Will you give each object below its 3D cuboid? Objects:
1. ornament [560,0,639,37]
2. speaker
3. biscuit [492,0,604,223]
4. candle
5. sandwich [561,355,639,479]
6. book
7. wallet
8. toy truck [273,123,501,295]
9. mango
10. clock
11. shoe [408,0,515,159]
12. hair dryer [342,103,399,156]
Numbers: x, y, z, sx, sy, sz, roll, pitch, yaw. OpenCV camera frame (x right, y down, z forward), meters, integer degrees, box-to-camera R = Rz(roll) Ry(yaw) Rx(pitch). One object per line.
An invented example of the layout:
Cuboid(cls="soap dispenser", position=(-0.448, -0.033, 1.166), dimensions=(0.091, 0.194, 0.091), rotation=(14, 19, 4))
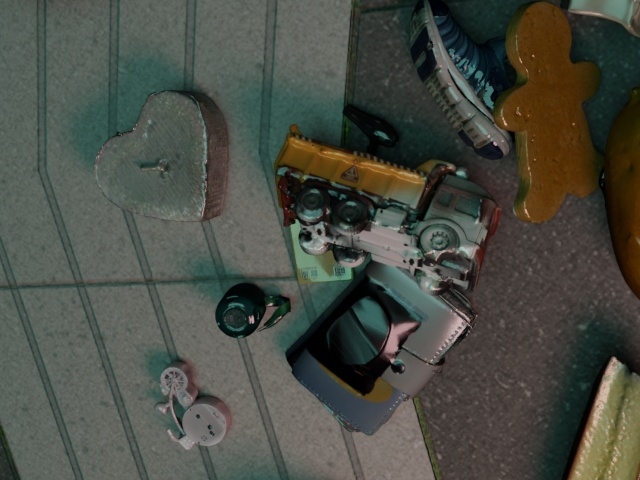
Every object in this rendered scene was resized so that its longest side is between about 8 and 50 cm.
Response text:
Cuboid(cls="ornament", position=(0.393, -0.254, 0.996), dimensions=(0.285, 0.120, 0.130), rotation=(27, 115, 11))
Cuboid(cls="speaker", position=(-0.087, 0.096, 1.248), dimensions=(0.094, 0.075, 0.060), rotation=(14, 107, 4))
Cuboid(cls="biscuit", position=(0.251, -0.146, 1.056), dimensions=(0.035, 0.158, 0.240), rotation=(13, 121, 55))
Cuboid(cls="candle", position=(-0.193, -0.095, 1.236), dimensions=(0.192, 0.068, 0.169), rotation=(-37, 87, 23))
Cuboid(cls="sandwich", position=(0.353, 0.256, 1.144), dimensions=(0.094, 0.096, 0.258), rotation=(18, 109, 19))
Cuboid(cls="book", position=(0.000, 0.000, 1.230), dimensions=(0.077, 0.014, 0.111), rotation=(-5, 102, 16))
Cuboid(cls="wallet", position=(0.074, 0.129, 1.209), dimensions=(0.170, 0.069, 0.231), rotation=(42, 114, 5))
Cuboid(cls="toy truck", position=(0.072, -0.036, 1.129), dimensions=(0.270, 0.135, 0.114), rotation=(18, 152, 13))
Cuboid(cls="mango", position=(0.410, -0.040, 1.026), dimensions=(0.201, 0.152, 0.287), rotation=(-23, 98, 10))
Cuboid(cls="clock", position=(-0.186, 0.233, 1.327), dimensions=(0.087, 0.041, 0.129), rotation=(-33, 97, 17))
Cuboid(cls="shoe", position=(0.179, -0.197, 1.099), dimensions=(0.106, 0.091, 0.207), rotation=(-36, 90, -7))
Cuboid(cls="hair dryer", position=(0.052, -0.120, 1.183), dimensions=(0.079, 0.031, 0.083), rotation=(35, 118, 18))
